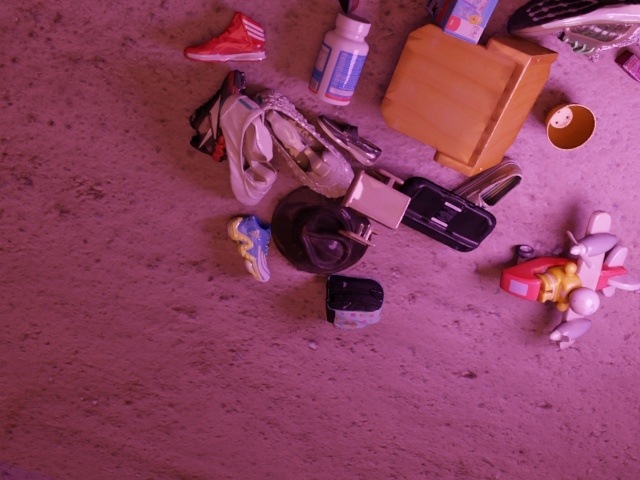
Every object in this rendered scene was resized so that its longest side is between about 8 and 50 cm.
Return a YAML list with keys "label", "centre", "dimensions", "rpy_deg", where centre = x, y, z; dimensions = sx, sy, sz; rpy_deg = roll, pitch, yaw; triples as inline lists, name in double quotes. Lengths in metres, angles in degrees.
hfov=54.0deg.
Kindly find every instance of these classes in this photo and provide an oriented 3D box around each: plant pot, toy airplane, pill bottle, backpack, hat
- label: "plant pot"
  centre: [0.694, -0.335, 1.779]
  dimensions: [0.134, 0.095, 0.134]
  rpy_deg: [0, 121, 0]
- label: "toy airplane"
  centre: [0.807, 0.140, 1.951]
  dimensions: [0.384, 0.272, 0.386]
  rpy_deg: [-39, 112, 19]
- label: "pill bottle"
  centre: [0.056, -0.486, 1.679]
  dimensions: [0.124, 0.124, 0.221]
  rpy_deg: [17, 119, -9]
- label: "backpack"
  centre: [0.114, 0.203, 2.053]
  dimensions: [0.188, 0.166, 0.144]
  rpy_deg: [-2, 133, 4]
- label: "hat"
  centre: [0.000, 0.000, 1.954]
  dimensions: [0.331, 0.134, 0.331]
  rpy_deg: [0, 121, 1]

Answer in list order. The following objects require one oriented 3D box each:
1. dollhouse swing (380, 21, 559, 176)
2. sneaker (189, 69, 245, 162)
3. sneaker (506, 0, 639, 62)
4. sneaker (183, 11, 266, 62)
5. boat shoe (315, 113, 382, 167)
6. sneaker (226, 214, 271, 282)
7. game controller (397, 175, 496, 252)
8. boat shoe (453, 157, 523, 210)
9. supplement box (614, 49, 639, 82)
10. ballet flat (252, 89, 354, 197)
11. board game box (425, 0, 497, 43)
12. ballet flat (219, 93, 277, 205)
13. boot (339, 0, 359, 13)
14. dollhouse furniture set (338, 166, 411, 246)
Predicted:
- label: "dollhouse swing"
  centre: [0.396, -0.410, 1.729]
  dimensions: [0.305, 0.315, 0.347]
  rpy_deg: [35, 124, 23]
- label: "sneaker"
  centre: [-0.294, -0.357, 1.768]
  dimensions: [0.135, 0.097, 0.276]
  rpy_deg: [17, 120, -12]
- label: "sneaker"
  centre: [0.697, -0.541, 1.643]
  dimensions: [0.410, 0.158, 0.182]
  rpy_deg: [-3, 132, 6]
- label: "sneaker"
  centre: [-0.257, -0.546, 1.682]
  dimensions: [0.221, 0.087, 0.128]
  rpy_deg: [-4, 112, -11]
- label: "boat shoe"
  centre: [0.085, -0.300, 1.816]
  dimensions: [0.223, 0.080, 0.073]
  rpy_deg: [36, 108, -24]
- label: "sneaker"
  centre: [-0.193, 0.022, 1.991]
  dimensions: [0.126, 0.091, 0.240]
  rpy_deg: [-24, 116, 13]
- label: "game controller"
  centre: [0.363, -0.074, 1.877]
  dimensions: [0.319, 0.067, 0.166]
  rpy_deg: [25, 122, -14]
- label: "boat shoe"
  centre: [0.479, -0.127, 1.899]
  dimensions: [0.109, 0.094, 0.302]
  rpy_deg: [36, 115, -18]
- label: "supplement box"
  centre: [0.859, -0.475, 1.722]
  dimensions: [0.083, 0.055, 0.043]
  rpy_deg: [33, 113, -18]
- label: "ballet flat"
  centre: [-0.048, -0.255, 1.799]
  dimensions: [0.147, 0.147, 0.409]
  rpy_deg: [-39, 112, 20]
- label: "board game box"
  centre: [0.370, -0.653, 1.479]
  dimensions: [0.086, 0.302, 0.308]
  rpy_deg: [19, 119, -10]
- label: "ballet flat"
  centre: [-0.188, -0.223, 1.759]
  dimensions: [0.139, 0.139, 0.400]
  rpy_deg: [-4, 138, 2]
- label: "boot"
  centre: [0.183, -0.699, 1.563]
  dimensions: [0.280, 0.096, 0.264]
  rpy_deg: [-15, 140, -20]
- label: "dollhouse furniture set"
  centre: [0.126, -0.111, 1.793]
  dimensions: [0.161, 0.242, 0.212]
  rpy_deg: [26, 86, -14]
